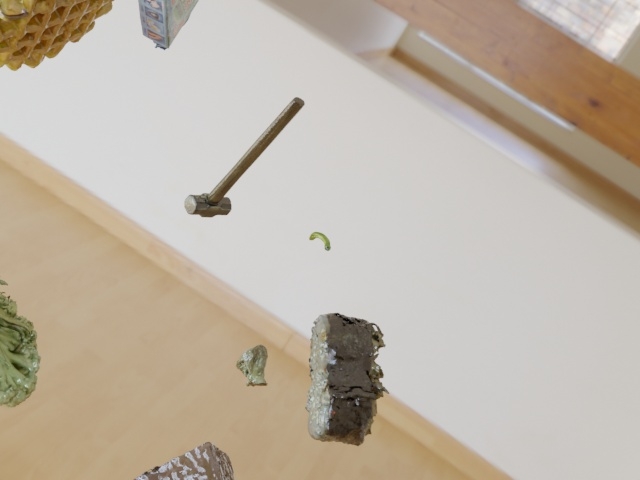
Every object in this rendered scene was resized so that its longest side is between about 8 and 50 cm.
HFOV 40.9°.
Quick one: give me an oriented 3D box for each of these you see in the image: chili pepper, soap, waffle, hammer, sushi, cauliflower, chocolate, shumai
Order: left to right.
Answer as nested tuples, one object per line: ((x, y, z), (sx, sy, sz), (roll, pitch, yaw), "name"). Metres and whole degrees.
((-0.668, 0.179, 1.572), (0.327, 0.260, 0.281), (25, -24, 11), "cauliflower")
((-0.425, -0.376, 1.381), (0.065, 0.309, 0.283), (47, 0, 0), "waffle")
((-0.287, 0.453, 1.388), (0.112, 0.321, 0.112), (63, 0, 31), "chocolate")
((-0.316, -0.519, 1.803), (0.077, 0.156, 0.293), (29, -13, -2), "soap")
((-0.153, -0.174, 1.852), (0.111, 0.365, 0.043), (3, 51, -50), "hammer")
((-0.134, 0.274, 1.835), (0.080, 0.082, 0.083), (49, -14, 16), "shumai")
((-0.001, 0.000, 1.727), (0.017, 0.030, 0.083), (21, 12, -33), "chili pepper")
((0.045, 0.221, 1.395), (0.115, 0.147, 0.212), (7, 67, -13), "sushi")
